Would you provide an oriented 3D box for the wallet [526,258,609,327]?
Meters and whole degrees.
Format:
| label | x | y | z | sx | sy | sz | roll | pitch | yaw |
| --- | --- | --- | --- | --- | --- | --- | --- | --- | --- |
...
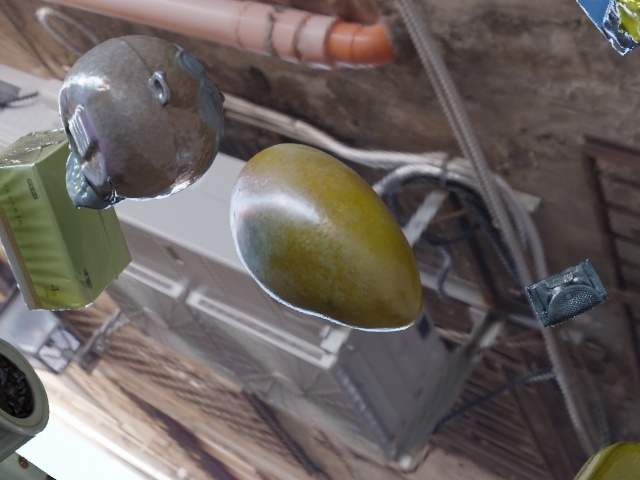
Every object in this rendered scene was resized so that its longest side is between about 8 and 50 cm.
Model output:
| label | x | y | z | sx | sy | sz | roll | pitch | yaw |
| --- | --- | --- | --- | --- | --- | --- | --- | --- | --- |
| wallet | 0.449 | 0.097 | 1.963 | 0.129 | 0.088 | 0.026 | -25 | -16 | 7 |

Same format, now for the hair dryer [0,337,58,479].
| label | x | y | z | sx | sy | sz | roll | pitch | yaw |
| --- | --- | --- | --- | --- | --- | --- | --- | --- | --- |
| hair dryer | -0.331 | 0.272 | 1.200 | 0.203 | 0.128 | 0.362 | -36 | -56 | 11 |

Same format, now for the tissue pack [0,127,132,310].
| label | x | y | z | sx | sy | sz | roll | pitch | yaw |
| --- | --- | --- | --- | --- | --- | --- | --- | --- | --- |
| tissue pack | -0.386 | -0.032 | 1.586 | 0.159 | 0.125 | 0.234 | -54 | -45 | -58 |

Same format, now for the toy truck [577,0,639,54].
| label | x | y | z | sx | sy | sz | roll | pitch | yaw |
| --- | --- | --- | --- | --- | --- | --- | --- | --- | --- |
| toy truck | 0.334 | -0.323 | 1.013 | 0.161 | 0.162 | 0.385 | -34 | -15 | -5 |

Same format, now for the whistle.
| label | x | y | z | sx | sy | sz | roll | pitch | yaw |
| --- | --- | --- | --- | --- | --- | --- | --- | --- | --- |
| whistle | -0.215 | -0.120 | 1.235 | 0.189 | 0.348 | 0.189 | 7 | -107 | -24 |

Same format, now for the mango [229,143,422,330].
| label | x | y | z | sx | sy | sz | roll | pitch | yaw |
| --- | --- | --- | --- | --- | --- | --- | --- | --- | --- |
| mango | 0.000 | 0.000 | 1.506 | 0.199 | 0.384 | 0.221 | -7 | -54 | -36 |

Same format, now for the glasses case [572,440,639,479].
| label | x | y | z | sx | sy | sz | roll | pitch | yaw |
| --- | --- | --- | --- | --- | --- | --- | --- | --- | --- |
| glasses case | 0.373 | 0.459 | 1.491 | 0.371 | 0.173 | 0.141 | -49 | -9 | -22 |
